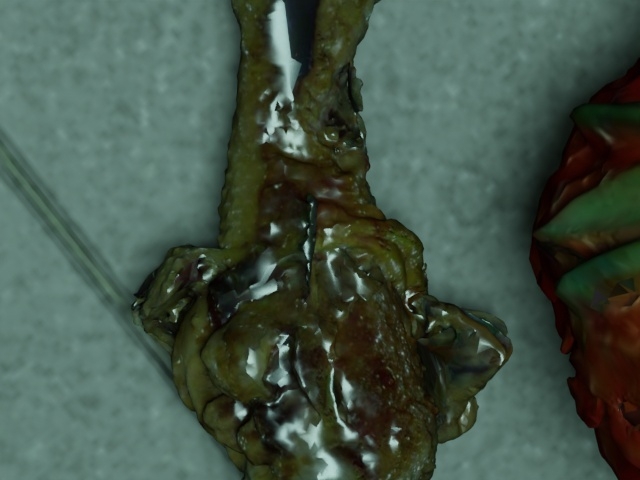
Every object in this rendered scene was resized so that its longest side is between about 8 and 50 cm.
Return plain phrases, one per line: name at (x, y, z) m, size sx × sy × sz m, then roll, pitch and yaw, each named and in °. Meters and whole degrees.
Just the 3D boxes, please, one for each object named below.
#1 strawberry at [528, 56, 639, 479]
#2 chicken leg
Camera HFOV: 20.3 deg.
strawberry at (0.223, 0.033, 0.594) m, size 0.238 × 0.250 × 0.288 m, roll -31°, pitch 140°, yaw 25°
chicken leg at (-0.007, 0.003, 0.614) m, size 0.125 × 0.080 × 0.196 m, roll -24°, pitch 97°, yaw -19°
